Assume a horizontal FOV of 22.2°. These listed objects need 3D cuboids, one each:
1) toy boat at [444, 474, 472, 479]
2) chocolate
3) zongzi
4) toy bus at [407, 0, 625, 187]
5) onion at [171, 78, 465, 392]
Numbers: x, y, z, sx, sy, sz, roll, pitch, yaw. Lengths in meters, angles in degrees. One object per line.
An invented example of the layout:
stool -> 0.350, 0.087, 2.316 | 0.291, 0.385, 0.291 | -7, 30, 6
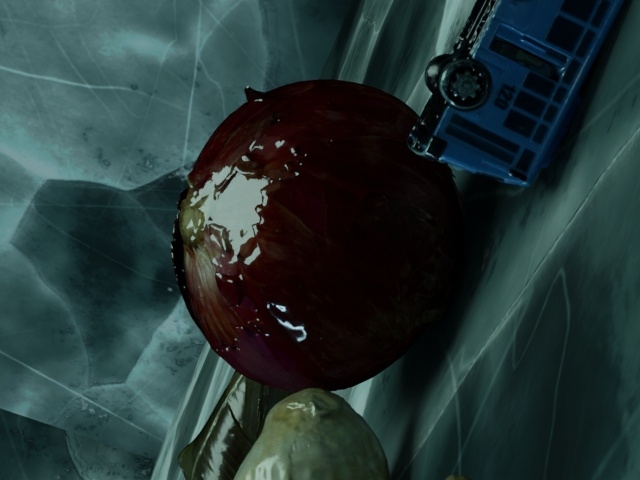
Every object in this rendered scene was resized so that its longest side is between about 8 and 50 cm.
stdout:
toy boat -> 0.068, 0.226, 0.938 | 0.116, 0.061, 0.188 | -91, 22, -76
chocolate -> -0.025, 0.271, 1.303 | 0.134, 0.134, 0.309 | 142, 144, -78
zongzi -> -0.067, 0.255, 1.869 | 0.247, 0.111, 0.241 | -60, 29, 29
toy bus -> 0.142, -0.130, 1.174 | 0.184, 0.106, 0.090 | -64, 11, 8
onion -> 0.000, 0.000, 1.404 | 0.276, 0.276, 0.276 | -160, 90, -83
